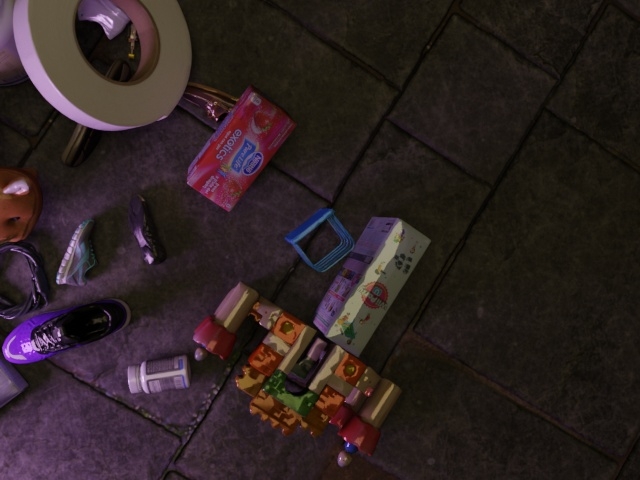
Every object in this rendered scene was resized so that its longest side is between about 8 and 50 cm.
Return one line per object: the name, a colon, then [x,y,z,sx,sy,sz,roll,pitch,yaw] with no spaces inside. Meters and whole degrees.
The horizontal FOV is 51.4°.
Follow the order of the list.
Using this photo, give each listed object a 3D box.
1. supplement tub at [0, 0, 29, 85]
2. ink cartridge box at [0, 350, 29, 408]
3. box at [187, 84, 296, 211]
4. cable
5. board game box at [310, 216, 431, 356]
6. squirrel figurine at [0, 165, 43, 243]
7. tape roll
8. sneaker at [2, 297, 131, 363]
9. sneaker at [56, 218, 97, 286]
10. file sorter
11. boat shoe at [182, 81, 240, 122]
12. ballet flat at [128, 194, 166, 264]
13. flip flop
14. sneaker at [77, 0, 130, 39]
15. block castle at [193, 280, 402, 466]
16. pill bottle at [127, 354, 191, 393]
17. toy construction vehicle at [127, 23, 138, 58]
supplement tub: [-0.724,-0.470,1.392,0.235,0.325,0.236,0,90,-6]
ink cartridge box: [-0.888,0.315,1.511,0.303,0.072,0.307,-38,96,-4]
box: [-0.183,-0.212,1.514,0.122,0.128,0.257,35,101,-21]
cable: [-0.717,0.086,1.543,0.150,0.047,0.185,-16,95,-1]
board game box: [0.107,0.096,1.539,0.097,0.224,0.303,33,87,-9]
squirrel figurine: [-0.798,-0.139,1.412,0.370,0.281,0.397,-7,100,-14]
tape roll: [-0.449,-0.429,1.422,0.392,0.072,0.392,2,87,-48]
sneaker: [-0.586,0.202,1.502,0.293,0.146,0.102,-20,93,-6]
sneaker: [-0.554,0.032,1.556,0.076,0.065,0.167,22,91,-22]
file sorter: [0.000,0.000,1.554,0.118,0.170,0.104,-39,97,-5]
boat shoe: [-0.234,-0.313,1.573,0.206,0.073,0.073,17,86,-6]
ballet flat: [-0.413,-0.024,1.578,0.057,0.049,0.173,-17,88,27]
flip flop: [-0.528,-0.300,1.533,0.080,0.112,0.277,31,93,5]
sneaker: [-0.543,-0.559,1.542,0.212,0.080,0.094,43,107,-2]
block castle: [-0.068,0.296,1.485,0.453,0.303,0.213,35,81,-5]
pill bottle: [-0.376,0.316,1.560,0.137,0.078,0.078,-7,91,-6]
toy construction vehicle: [-0.412,-0.476,1.576,0.085,0.035,0.098,2,93,-17]
